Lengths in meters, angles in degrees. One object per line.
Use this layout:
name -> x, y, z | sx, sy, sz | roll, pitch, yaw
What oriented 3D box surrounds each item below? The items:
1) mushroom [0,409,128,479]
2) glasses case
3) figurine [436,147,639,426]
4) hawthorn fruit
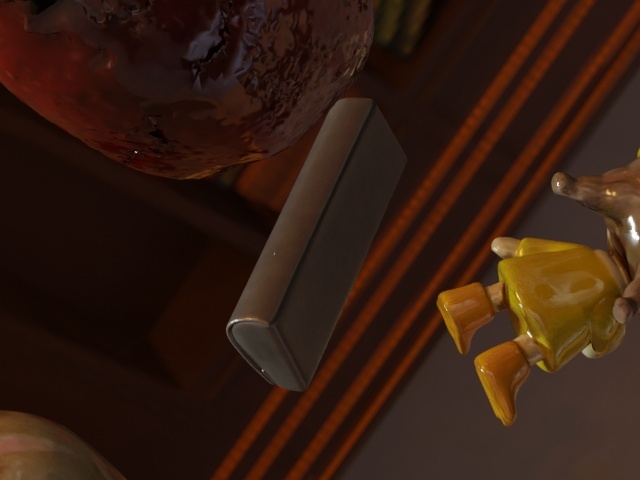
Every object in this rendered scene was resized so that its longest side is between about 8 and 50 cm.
mushroom -> -0.205, 0.236, 1.358 | 0.255, 0.184, 0.254 | -24, -90, -89
glasses case -> 0.001, -0.001, 1.208 | 0.042, 0.190, 0.072 | -1, 141, 36
figurine -> 0.285, 0.031, 1.703 | 0.215, 0.344, 0.187 | 62, 180, 22
hawthorn fruit -> -0.073, -0.114, 0.802 | 0.181, 0.181, 0.235 | 37, -165, 14
